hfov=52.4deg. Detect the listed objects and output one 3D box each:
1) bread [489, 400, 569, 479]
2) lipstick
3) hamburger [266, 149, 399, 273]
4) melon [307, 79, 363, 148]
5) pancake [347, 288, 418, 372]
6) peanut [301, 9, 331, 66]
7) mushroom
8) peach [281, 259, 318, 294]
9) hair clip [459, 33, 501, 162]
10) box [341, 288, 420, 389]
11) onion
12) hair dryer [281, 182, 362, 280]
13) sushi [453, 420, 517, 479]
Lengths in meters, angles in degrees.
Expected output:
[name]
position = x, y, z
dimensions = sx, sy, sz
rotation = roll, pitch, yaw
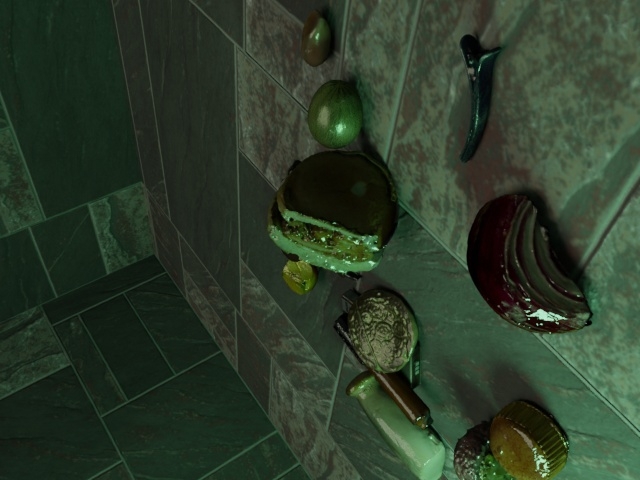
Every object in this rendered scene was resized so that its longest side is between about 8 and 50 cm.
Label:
[bread]
position = 0.489, 0.490, 1.558
dimensions = 0.199, 0.104, 0.199
rotation = 41, 146, 35
[lipstick]
position = 0.186, 0.392, 1.964
dimensions = 0.418, 0.077, 0.077
rotation = 49, 151, 22
[hamburger]
position = 0.041, -0.087, 1.654
dimensions = 0.318, 0.276, 0.195
rotation = 22, 149, -4
[melon]
position = 0.037, -0.306, 1.614
dimensions = 0.139, 0.139, 0.192
rotation = 47, 147, 30
[pancake]
position = 0.181, 0.260, 1.897
dimensions = 0.250, 0.031, 0.250
rotation = 1, 92, 41
[peanut]
position = -0.011, -0.496, 1.605
dimensions = 0.076, 0.076, 0.152
rotation = 47, 153, 31
[mushroom]
position = 0.249, 0.588, 2.080
dimensions = 0.407, 0.137, 0.154
rotation = 47, 164, 18
[peach]
position = -0.067, 0.118, 2.246
dimensions = 0.151, 0.118, 0.151
rotation = 3, 96, 30
[hair clip]
position = 0.300, -0.258, 1.272
dimensions = 0.083, 0.048, 0.275
rotation = 36, 145, 37
[box]
position = 0.185, 0.304, 2.020
dimensions = 0.325, 0.047, 0.180
rotation = 38, 146, 42
[onion]
position = 0.382, 0.084, 1.333
dimensions = 0.314, 0.146, 0.280
rotation = 56, 158, 5
[hair dryer]
position = 0.000, 0.000, 2.035
dimensions = 0.340, 0.123, 0.312
rotation = 36, 146, 26
[sushi]
position = 0.433, 0.598, 1.699
dimensions = 0.107, 0.161, 0.241
rotation = 18, 128, 55
